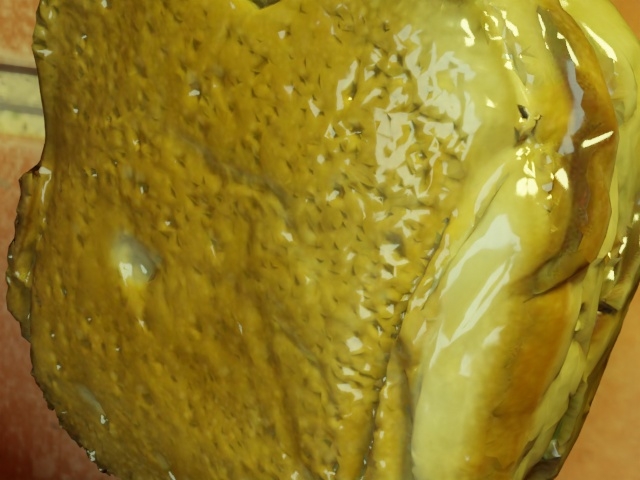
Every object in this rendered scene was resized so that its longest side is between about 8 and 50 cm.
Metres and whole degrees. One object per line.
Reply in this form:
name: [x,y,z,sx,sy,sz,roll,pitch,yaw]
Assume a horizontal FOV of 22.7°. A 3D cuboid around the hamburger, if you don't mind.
hamburger: [-0.001,-0.007,0.711,0.284,0.174,0.304,26,111,22]
